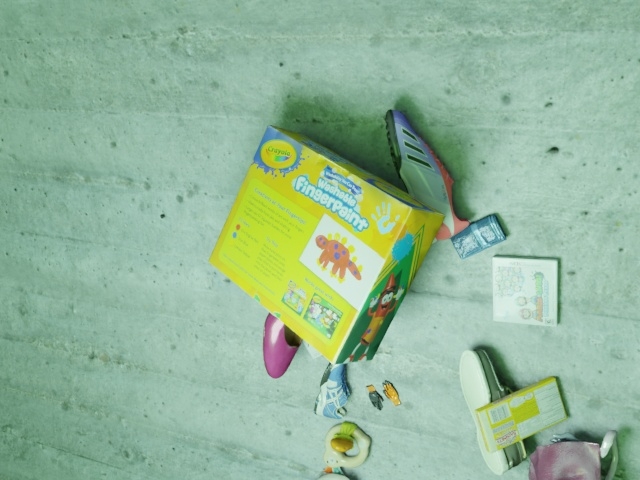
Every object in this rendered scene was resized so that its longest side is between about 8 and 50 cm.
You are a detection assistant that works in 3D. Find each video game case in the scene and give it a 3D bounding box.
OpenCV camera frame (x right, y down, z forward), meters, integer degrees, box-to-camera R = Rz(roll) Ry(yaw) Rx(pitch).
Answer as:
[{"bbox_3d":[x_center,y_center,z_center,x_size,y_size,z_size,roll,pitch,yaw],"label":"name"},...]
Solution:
[{"bbox_3d":[0.462,0.114,1.576,0.143,0.019,0.157,3,107,26],"label":"video game case"}]

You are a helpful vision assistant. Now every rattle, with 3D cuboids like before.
[{"bbox_3d":[0.044,0.596,1.867,0.130,0.143,0.200,33,112,-7],"label":"rattle"}]

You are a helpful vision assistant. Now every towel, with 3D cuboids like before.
[{"bbox_3d":[0.357,-0.008,1.585,0.119,0.029,0.067,-28,91,30],"label":"towel"}]

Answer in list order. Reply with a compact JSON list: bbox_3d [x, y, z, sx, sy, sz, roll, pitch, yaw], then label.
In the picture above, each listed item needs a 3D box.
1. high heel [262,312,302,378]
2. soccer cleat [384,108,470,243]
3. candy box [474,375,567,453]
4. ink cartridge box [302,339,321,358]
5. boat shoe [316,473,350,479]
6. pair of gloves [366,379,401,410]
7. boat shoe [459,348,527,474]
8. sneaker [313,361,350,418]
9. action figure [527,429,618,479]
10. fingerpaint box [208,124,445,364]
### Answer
[{"bbox_3d":[-0.028,0.183,1.738,0.181,0.127,0.377,16,97,31],"label":"high heel"},{"bbox_3d":[0.234,-0.153,1.572,0.116,0.108,0.318,-20,95,9],"label":"soccer cleat"},{"bbox_3d":[0.458,0.396,1.589,0.205,0.027,0.105,-20,100,-12],"label":"candy box"},{"bbox_3d":[0.041,0.222,1.802,0.207,0.046,0.097,-31,91,30],"label":"ink cartridge box"},{"bbox_3d":[-0.044,0.762,1.919,0.127,0.158,0.340,51,130,4],"label":"boat shoe"},{"bbox_3d":[0.163,0.405,1.818,0.083,0.010,0.074,-23,94,31],"label":"pair of gloves"},{"bbox_3d":[0.410,0.394,1.647,0.109,0.091,0.305,176,78,-71],"label":"boat shoe"},{"bbox_3d":[0.043,0.383,1.840,0.081,0.080,0.211,19,123,13],"label":"sneaker"},{"bbox_3d":[0.551,0.628,1.504,0.275,0.370,0.248,-15,126,16],"label":"action figure"},{"bbox_3d":[0.000,0.000,1.577,0.445,0.163,0.371,33,105,35],"label":"fingerpaint box"}]
